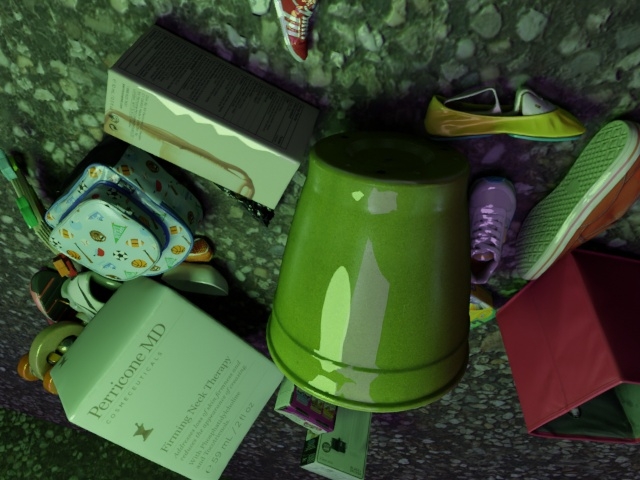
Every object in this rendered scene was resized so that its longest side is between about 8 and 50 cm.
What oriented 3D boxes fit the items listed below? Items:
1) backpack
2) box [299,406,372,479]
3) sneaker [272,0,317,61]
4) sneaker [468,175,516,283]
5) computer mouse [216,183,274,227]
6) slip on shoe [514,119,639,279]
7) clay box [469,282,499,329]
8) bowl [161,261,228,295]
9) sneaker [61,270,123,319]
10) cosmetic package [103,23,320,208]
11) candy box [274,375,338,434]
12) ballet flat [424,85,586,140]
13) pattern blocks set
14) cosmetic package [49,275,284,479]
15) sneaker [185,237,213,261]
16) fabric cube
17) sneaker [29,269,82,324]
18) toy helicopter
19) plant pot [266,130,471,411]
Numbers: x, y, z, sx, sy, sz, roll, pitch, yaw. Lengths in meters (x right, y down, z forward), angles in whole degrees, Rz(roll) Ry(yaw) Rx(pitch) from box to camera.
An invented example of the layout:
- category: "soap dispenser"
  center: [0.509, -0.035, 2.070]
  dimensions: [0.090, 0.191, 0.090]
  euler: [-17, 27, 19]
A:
- category: "backpack"
  center: [-0.382, -0.046, 0.949]
  dimensions: [0.277, 0.213, 0.263]
  euler: [-27, 134, 33]
- category: "box"
  center: [0.058, 0.540, 1.384]
  dimensions: [0.169, 0.289, 0.087]
  euler: [28, 138, -17]
- category: "sneaker"
  center: [-0.022, -0.315, 0.662]
  dimensions: [0.067, 0.042, 0.118]
  euler: [-2, 134, 23]
- category: "sneaker"
  center: [0.306, -0.016, 0.855]
  dimensions: [0.088, 0.092, 0.228]
  euler: [4, 136, 14]
- category: "computer mouse"
  center: [-0.181, -0.128, 0.886]
  dimensions: [0.262, 0.060, 0.184]
  euler: [40, 176, 9]
- category: "slip on shoe"
  center: [0.434, -0.043, 0.777]
  dimensions: [0.102, 0.122, 0.331]
  euler: [16, 134, -7]
- category: "clay box"
  center: [0.278, 0.123, 1.043]
  dimensions: [0.222, 0.053, 0.127]
  euler: [30, 135, -19]
- category: "bowl"
  center: [-0.302, 0.093, 1.152]
  dimensions: [0.142, 0.053, 0.142]
  euler: [7, 162, 10]
- category: "sneaker"
  center: [-0.552, 0.202, 1.316]
  dimensions: [0.146, 0.122, 0.330]
  euler: [-24, 126, 38]
- category: "cosmetic package"
  center: [-0.170, -0.194, 0.756]
  dimensions: [0.297, 0.153, 0.129]
  euler: [25, 139, -10]
- category: "candy box"
  center: [-0.020, 0.379, 1.271]
  dimensions: [0.159, 0.233, 0.071]
  euler: [40, 133, -24]
- category: "ballet flat"
  center: [0.273, -0.190, 0.696]
  dimensions: [0.231, 0.077, 0.077]
  euler: [4, 120, 15]
- category: "pattern blocks set"
  center: [-0.600, -0.052, 1.001]
  dimensions: [0.285, 0.026, 0.325]
  euler: [64, 158, -1]
- category: "cosmetic package"
  center: [-0.381, 0.331, 1.177]
  dimensions: [0.394, 0.329, 0.328]
  euler: [44, 159, -30]
- category: "sneaker"
  center: [-0.343, 0.025, 1.111]
  dimensions: [0.175, 0.064, 0.067]
  euler: [10, 150, 11]
- category: "fabric cube"
  center: [0.528, 0.205, 0.876]
  dimensions: [0.255, 0.258, 0.259]
  euler: [9, 139, -12]
- category: "sneaker"
  center: [-0.790, 0.211, 1.401]
  dimensions: [0.136, 0.115, 0.313]
  euler: [5, 136, 19]
- category: "toy helicopter"
  center: [-0.675, 0.296, 1.379]
  dimensions: [0.140, 0.234, 0.355]
  euler: [13, 179, 25]
- category: "plant pot"
  center: [0.095, 0.017, 0.778]
  dimensions: [0.367, 0.366, 0.352]
  euler: [8, 119, 8]
